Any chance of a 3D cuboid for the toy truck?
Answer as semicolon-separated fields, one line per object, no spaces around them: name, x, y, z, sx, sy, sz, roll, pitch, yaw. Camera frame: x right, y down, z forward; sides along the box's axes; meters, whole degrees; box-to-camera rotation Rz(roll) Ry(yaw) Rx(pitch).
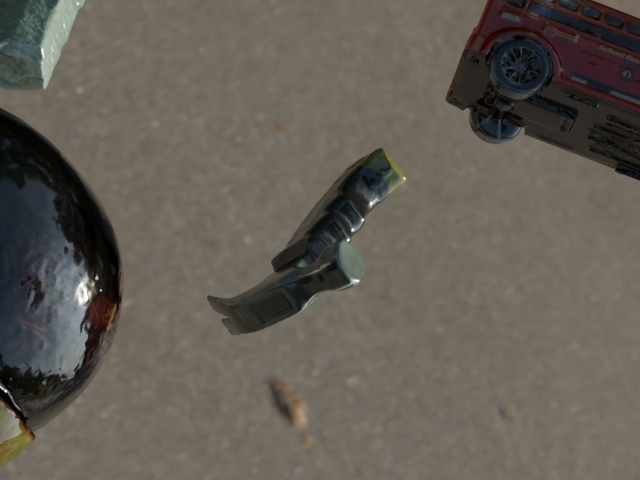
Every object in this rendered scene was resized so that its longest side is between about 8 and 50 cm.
toy truck;0.232;-0.113;1.438;0.107;0.253;0.114;106;4;-68

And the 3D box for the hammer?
hammer;0.000;0.000;1.537;0.041;0.159;0.226;55;36;-14

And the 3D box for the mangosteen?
mangosteen;-0.274;0.060;1.240;0.275;0.275;0.302;42;46;-39

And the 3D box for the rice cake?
rice cake;-0.274;-0.219;1.792;0.206;0.069;0.063;-82;173;-48
